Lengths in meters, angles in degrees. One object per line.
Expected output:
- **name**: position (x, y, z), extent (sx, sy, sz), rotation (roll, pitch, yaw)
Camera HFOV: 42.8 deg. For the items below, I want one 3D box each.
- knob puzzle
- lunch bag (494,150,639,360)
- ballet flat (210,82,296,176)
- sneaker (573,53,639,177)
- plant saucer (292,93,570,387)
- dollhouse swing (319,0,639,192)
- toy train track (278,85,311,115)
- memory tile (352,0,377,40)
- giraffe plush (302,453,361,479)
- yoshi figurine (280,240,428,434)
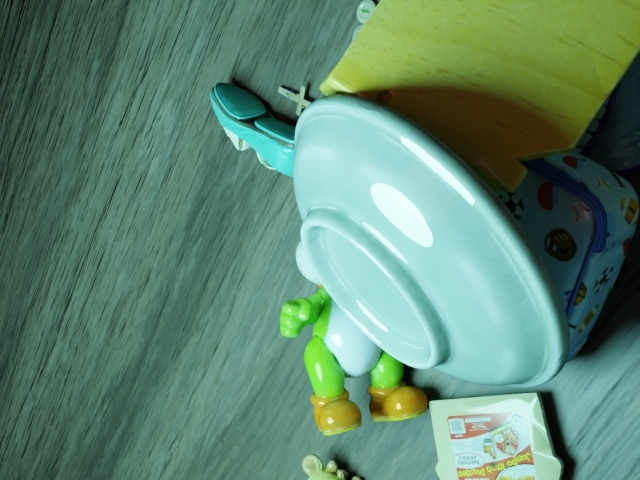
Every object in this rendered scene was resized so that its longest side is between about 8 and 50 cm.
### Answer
- **knob puzzle**: position (0.242, 0.305, 1.102), extent (0.213, 0.030, 0.213), rotation (2, 94, 40)
- **lunch bag**: position (0.232, 0.018, 1.004), extent (0.243, 0.115, 0.303), rotation (36, 131, 31)
- **ballet flat**: position (-0.108, -0.176, 1.349), extent (0.247, 0.083, 0.087), rotation (38, 130, 35)
- **sneaker**: position (0.365, -0.137, 0.948), extent (0.098, 0.083, 0.224), rotation (36, 127, 22)
- **plant saucer**: position (0.083, 0.032, 0.901), extent (0.400, 0.100, 0.400), rotation (43, 161, 19)
- **dollhouse swing**: position (0.202, -0.240, 0.950), extent (0.315, 0.305, 0.347), rotation (34, 90, 14)
- **toy train track**: position (-0.039, -0.233, 1.327), extent (0.083, 0.014, 0.048), rotation (35, 121, 41)
- **memory tile**: position (0.110, -0.327, 1.191), extent (0.148, 0.012, 0.113), rotation (22, 107, 39)
- **giraffe plush**: position (0.000, 0.438, 1.260), extent (0.170, 0.181, 0.210), rotation (-56, 24, 17)
- **yoshi figurine**: position (0.050, 0.081, 1.166), extent (0.203, 0.203, 0.362), rotation (-14, 81, 25)
